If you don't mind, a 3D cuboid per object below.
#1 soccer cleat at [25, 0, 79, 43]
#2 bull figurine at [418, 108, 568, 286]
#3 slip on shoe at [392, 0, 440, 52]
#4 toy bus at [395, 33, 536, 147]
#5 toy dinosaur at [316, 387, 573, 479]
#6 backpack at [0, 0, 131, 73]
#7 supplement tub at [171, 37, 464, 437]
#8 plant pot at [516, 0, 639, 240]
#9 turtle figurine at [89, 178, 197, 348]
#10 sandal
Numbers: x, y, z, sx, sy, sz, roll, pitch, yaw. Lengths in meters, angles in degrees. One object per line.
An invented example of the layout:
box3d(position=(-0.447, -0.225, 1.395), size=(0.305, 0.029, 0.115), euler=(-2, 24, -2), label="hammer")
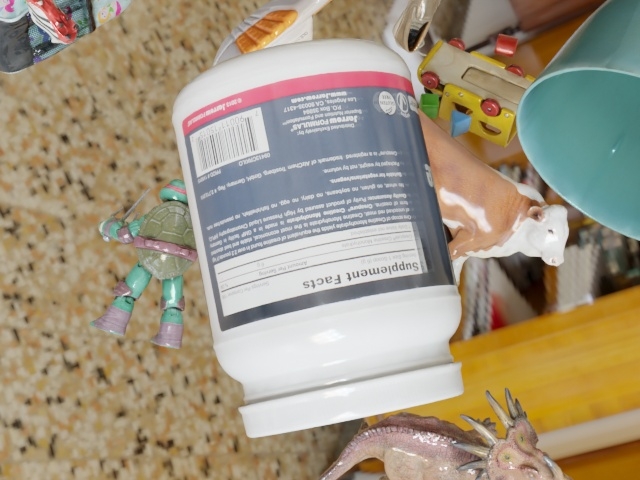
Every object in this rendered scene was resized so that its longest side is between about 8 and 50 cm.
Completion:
box3d(position=(-0.244, -0.206, 0.956), size=(0.083, 0.036, 0.029), euler=(55, 53, -31), label="soccer cleat")
box3d(position=(0.186, -0.046, 1.499), size=(0.310, 0.188, 0.101), euler=(41, 17, 5), label="bull figurine")
box3d(position=(0.140, -0.318, 1.510), size=(0.051, 0.135, 0.041), euler=(3, 49, -29), label="slip on shoe")
box3d(position=(0.220, -0.222, 1.658), size=(0.104, 0.191, 0.202), euler=(96, -18, -53), label="toy bus")
box3d(position=(0.135, 0.242, 1.268), size=(0.200, 0.296, 0.127), euler=(100, -8, -68), label="toy dinosaur")
box3d(position=(-0.364, -0.358, 1.396), size=(0.225, 0.191, 0.253), euler=(38, 51, 20), label="backpack")
box3d(position=(0.000, 0.000, 0.843), size=(0.191, 0.191, 0.272), euler=(3, 73, -62), label="supplement tub")
box3d(position=(0.407, -0.170, 1.243), size=(0.235, 0.293, 0.293), euler=(-55, 126, -22), label="plant pot")
box3d(position=(-0.197, 0.010, 1.365), size=(0.118, 0.175, 0.234), euler=(112, -6, -84), label="turtle figurine")
box3d(position=(-0.018, -0.265, 1.340), size=(0.076, 0.265, 0.102), euler=(45, 21, -30), label="sandal")
